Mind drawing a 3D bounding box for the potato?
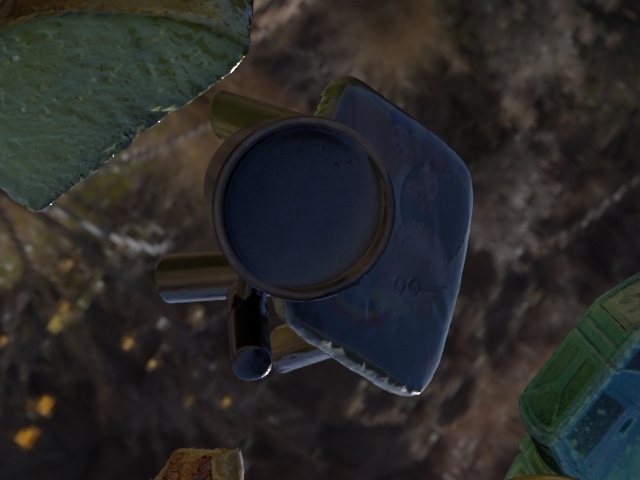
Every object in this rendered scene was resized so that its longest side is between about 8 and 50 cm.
[{"bbox_3d":[-0.257,-0.251,1.805,0.330,0.213,0.280,-33,-142,22],"label":"potato"}]

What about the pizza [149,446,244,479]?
[{"bbox_3d":[-0.163,0.331,1.971,0.271,0.134,0.056,-48,173,35],"label":"pizza"}]

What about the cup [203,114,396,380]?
[{"bbox_3d":[-0.054,-0.010,1.563,0.239,0.166,0.177,-51,-166,-2],"label":"cup"}]

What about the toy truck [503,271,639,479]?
[{"bbox_3d":[0.279,0.172,1.563,0.279,0.156,0.155,-52,-161,8],"label":"toy truck"}]

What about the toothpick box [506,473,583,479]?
[{"bbox_3d":[0.123,0.281,1.150,0.175,0.175,0.271,-59,178,-30],"label":"toothpick box"}]

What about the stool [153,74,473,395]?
[{"bbox_3d":[0.000,0.000,1.941,0.226,0.310,0.310,-2,-116,39],"label":"stool"}]
